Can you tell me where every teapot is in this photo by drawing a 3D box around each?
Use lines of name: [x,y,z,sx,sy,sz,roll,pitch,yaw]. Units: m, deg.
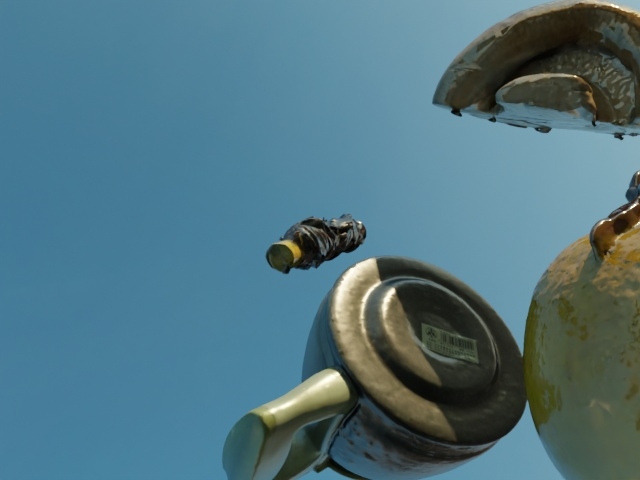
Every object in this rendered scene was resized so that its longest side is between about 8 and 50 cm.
teapot: [0.063,0.194,0.667,0.321,0.240,0.239,-49,-10,-50]

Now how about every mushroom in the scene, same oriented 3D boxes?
mushroom: [0.281,-0.206,0.700,0.156,0.286,0.151,-2,-77,-62]

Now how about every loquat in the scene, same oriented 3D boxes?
loquat: [0.245,0.063,0.370,0.244,0.244,0.243,-10,-72,-32]

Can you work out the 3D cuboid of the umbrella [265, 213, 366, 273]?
umbrella: [0.000,0.000,0.460,0.144,0.037,0.040,-20,-74,-67]
